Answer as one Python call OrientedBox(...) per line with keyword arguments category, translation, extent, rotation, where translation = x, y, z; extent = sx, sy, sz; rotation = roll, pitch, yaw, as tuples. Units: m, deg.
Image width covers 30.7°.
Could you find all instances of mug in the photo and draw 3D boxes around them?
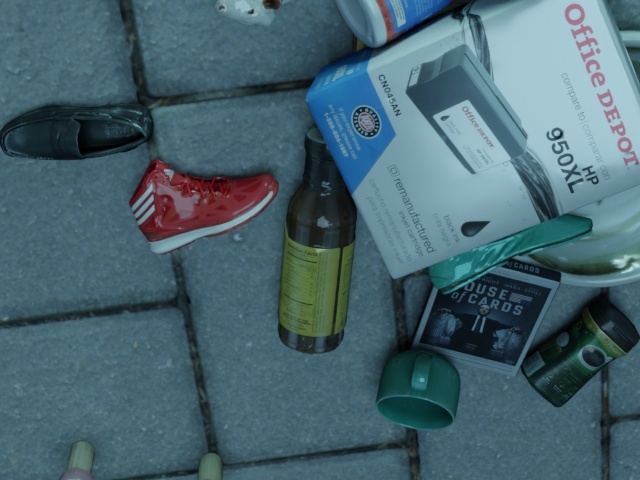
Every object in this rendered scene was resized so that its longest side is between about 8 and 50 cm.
OrientedBox(category="mug", translation=(0.166, 0.229, 1.861), extent=(0.129, 0.097, 0.157), rotation=(27, 147, -21))

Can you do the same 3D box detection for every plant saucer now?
OrientedBox(category="plant saucer", translation=(0.418, -0.125, 1.719), extent=(0.400, 0.100, 0.401), rotation=(-2, 117, -3))

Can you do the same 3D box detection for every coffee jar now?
OrientedBox(category="coffee jar", translation=(0.420, 0.179, 1.886), extent=(0.184, 0.079, 0.096), rotation=(-42, 110, 17))

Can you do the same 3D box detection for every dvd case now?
OrientedBox(category="dvd case", translation=(0.251, 0.112, 1.810), extent=(0.179, 0.030, 0.239), rotation=(14, 136, 1))

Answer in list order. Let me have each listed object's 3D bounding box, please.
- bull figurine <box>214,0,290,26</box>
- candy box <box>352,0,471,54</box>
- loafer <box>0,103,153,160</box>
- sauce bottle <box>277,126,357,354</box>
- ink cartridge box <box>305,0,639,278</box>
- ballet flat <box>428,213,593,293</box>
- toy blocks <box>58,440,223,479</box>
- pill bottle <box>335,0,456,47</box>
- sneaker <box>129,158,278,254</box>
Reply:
OrientedBox(category="bull figurine", translation=(-0.035, -0.424, 1.534), extent=(0.310, 0.101, 0.188), rotation=(-35, 108, 8))
OrientedBox(category="candy box", translation=(0.139, -0.284, 1.646), extent=(0.186, 0.053, 0.109), rotation=(1, 117, -6))
OrientedBox(category="loafer", translation=(-0.350, -0.152, 1.664), extent=(0.223, 0.078, 0.076), rotation=(-7, 117, 0))
OrientedBox(category="sauce bottle", translation=(0.000, 0.000, 1.750), extent=(0.111, 0.111, 0.345), rotation=(4, 116, -6))
OrientedBox(category="ink cartridge box", translation=(0.222, -0.162, 1.549), extent=(0.394, 0.166, 0.286), rotation=(-22, 107, 17))
OrientedBox(category="ballet flat", translation=(0.266, -0.006, 1.672), extent=(0.247, 0.083, 0.087), rotation=(-23, 96, 3))
OrientedBox(category="toy blocks", translation=(-0.300, 0.532, 1.915), extent=(0.288, 0.260, 0.309), rotation=(6, 116, -8))
OrientedBox(category="pill bottle", translation=(0.133, -0.359, 1.545), extent=(0.221, 0.124, 0.124), rotation=(-32, 116, -10))
OrientedBox(category="sneaker", translation=(-0.181, -0.072, 1.714), extent=(0.221, 0.087, 0.128), rotation=(-26, 117, 8))
